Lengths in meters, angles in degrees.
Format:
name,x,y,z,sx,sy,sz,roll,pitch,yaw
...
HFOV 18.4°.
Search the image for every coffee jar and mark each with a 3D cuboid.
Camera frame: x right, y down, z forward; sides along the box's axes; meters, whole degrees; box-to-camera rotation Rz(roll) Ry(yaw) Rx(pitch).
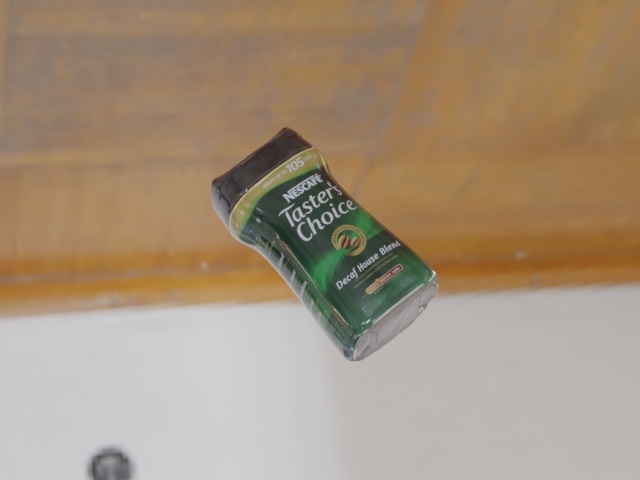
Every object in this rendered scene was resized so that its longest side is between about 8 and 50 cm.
name,x,y,z,sx,sy,sz,roll,pitch,yaw
coffee jar,0.000,0.000,1.554,0.096,0.184,0.079,-38,161,-18
